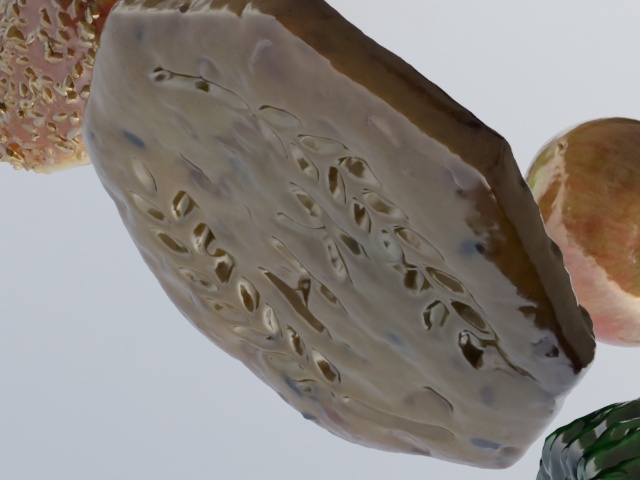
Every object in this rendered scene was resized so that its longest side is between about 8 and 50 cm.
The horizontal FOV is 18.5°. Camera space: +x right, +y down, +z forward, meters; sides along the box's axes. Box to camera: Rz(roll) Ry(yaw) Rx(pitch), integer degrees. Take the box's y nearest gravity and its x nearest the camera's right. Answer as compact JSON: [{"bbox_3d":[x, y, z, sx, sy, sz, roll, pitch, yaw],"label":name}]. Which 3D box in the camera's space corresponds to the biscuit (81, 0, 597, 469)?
[{"bbox_3d":[0.000,0.000,1.124,0.359,0.359,0.046,41,-121,0],"label":"biscuit"}]

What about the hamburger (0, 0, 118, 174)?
[{"bbox_3d":[-0.210,-0.197,1.751,0.225,0.291,0.291,-11,-123,-47],"label":"hamburger"}]

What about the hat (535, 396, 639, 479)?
[{"bbox_3d":[0.102,0.197,0.955,0.332,0.274,0.242,-6,-137,-4],"label":"hat"}]

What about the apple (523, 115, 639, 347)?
[{"bbox_3d":[0.264,-0.007,1.725,0.209,0.209,0.164,19,174,-33],"label":"apple"}]
